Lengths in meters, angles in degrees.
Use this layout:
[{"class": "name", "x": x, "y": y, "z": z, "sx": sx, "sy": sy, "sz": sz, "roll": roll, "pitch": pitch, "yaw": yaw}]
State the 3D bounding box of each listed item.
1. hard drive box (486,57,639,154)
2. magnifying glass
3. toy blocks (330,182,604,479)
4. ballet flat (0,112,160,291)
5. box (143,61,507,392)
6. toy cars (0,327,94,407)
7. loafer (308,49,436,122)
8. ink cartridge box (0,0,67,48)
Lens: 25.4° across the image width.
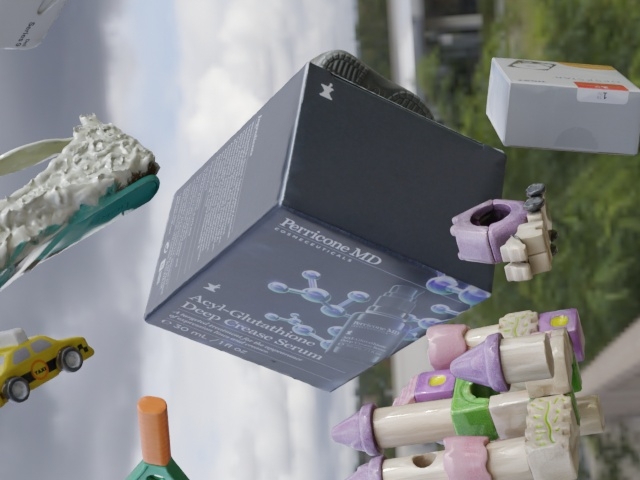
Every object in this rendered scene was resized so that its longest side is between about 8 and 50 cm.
[{"class": "hard drive box", "x": 0.333, "y": -0.188, "z": 1.960, "sx": 0.232, "sy": 0.181, "sz": 0.089, "roll": -90, "pitch": 4, "yaw": -74}, {"class": "magnifying glass", "x": -0.163, "y": 0.233, "z": 1.425, "sx": 0.231, "sy": 0.092, "sz": 0.026, "roll": 93, "pitch": -172, "yaw": -46}, {"class": "toy blocks", "x": 0.128, "y": 0.155, "z": 1.426, "sx": 0.288, "sy": 0.260, "sz": 0.309, "roll": -68, "pitch": -36, "yaw": -59}, {"class": "ballet flat", "x": -0.355, "y": -0.009, "z": 1.534, "sx": 0.409, "sy": 0.147, "sz": 0.147, "roll": -37, "pitch": -43, "yaw": -34}, {"class": "box", "x": 0.000, "y": 0.000, "z": 1.799, "sx": 0.395, "sy": 0.293, "sz": 0.212, "roll": -39, "pitch": 35, "yaw": 52}, {"class": "toy cars", "x": -0.500, "y": 0.202, "z": 1.898, "sx": 0.176, "sy": 0.393, "sz": 0.087, "roll": -128, "pitch": 15, "yaw": -82}, {"class": "loafer", "x": 0.074, "y": -0.203, "z": 2.086, "sx": 0.251, "sy": 0.094, "sz": 0.087, "roll": 39, "pitch": 175, "yaw": -32}, {"class": "ink cartridge box", "x": -0.435, "y": -0.418, "z": 1.826, "sx": 0.289, "sy": 0.121, "sz": 0.211, "roll": 55, "pitch": 127, "yaw": 20}]
